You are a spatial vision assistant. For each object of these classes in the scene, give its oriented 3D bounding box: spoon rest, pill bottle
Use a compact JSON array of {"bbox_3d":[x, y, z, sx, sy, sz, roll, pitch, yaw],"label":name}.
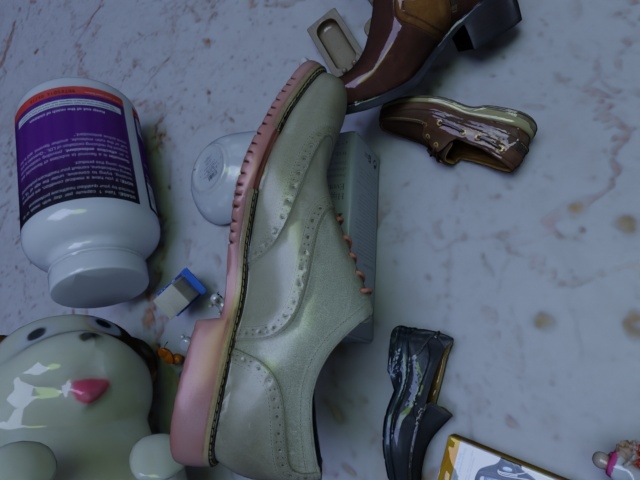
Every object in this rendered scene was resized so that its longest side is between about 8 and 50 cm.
[{"bbox_3d":[-0.084,-0.124,0.662,0.276,0.084,0.137,-35,59,30],"label":"spoon rest"},{"bbox_3d":[-0.345,-0.071,0.713,0.181,0.181,0.323,-28,63,18],"label":"pill bottle"}]

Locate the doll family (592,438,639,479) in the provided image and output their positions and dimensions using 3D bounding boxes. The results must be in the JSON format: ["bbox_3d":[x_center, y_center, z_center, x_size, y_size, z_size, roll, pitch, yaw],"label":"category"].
[{"bbox_3d":[0.323,0.233,0.316,0.263,0.118,0.163,33,101,46],"label":"doll family"}]

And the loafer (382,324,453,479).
[{"bbox_3d":[0.099,0.170,0.473,0.061,0.062,0.170,-1,75,23],"label":"loafer"}]

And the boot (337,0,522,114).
[{"bbox_3d":[0.054,-0.302,0.508,0.264,0.280,0.096,-30,18,8],"label":"boot"}]

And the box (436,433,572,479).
[{"bbox_3d":[0.173,0.240,0.430,0.136,0.028,0.081,14,82,28],"label":"box"}]

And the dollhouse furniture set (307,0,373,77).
[{"bbox_3d":[0.039,-0.316,0.614,0.151,0.123,0.144,-33,62,16],"label":"dollhouse furniture set"}]

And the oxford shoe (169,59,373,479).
[{"bbox_3d":[-0.015,0.021,0.463,0.146,0.140,0.397,13,82,7],"label":"oxford shoe"}]

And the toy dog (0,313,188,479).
[{"bbox_3d":[-0.288,0.289,0.553,0.395,0.284,0.408,-37,55,57],"label":"toy dog"}]

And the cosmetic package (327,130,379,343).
[{"bbox_3d":[0.000,0.000,0.564,0.117,0.085,0.231,-5,71,27],"label":"cosmetic package"}]

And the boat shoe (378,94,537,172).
[{"bbox_3d":[0.141,-0.118,0.534,0.178,0.064,0.060,18,82,29],"label":"boat shoe"}]

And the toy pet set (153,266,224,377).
[{"bbox_3d":[-0.172,0.103,0.652,0.122,0.065,0.114,-41,95,15],"label":"toy pet set"}]
